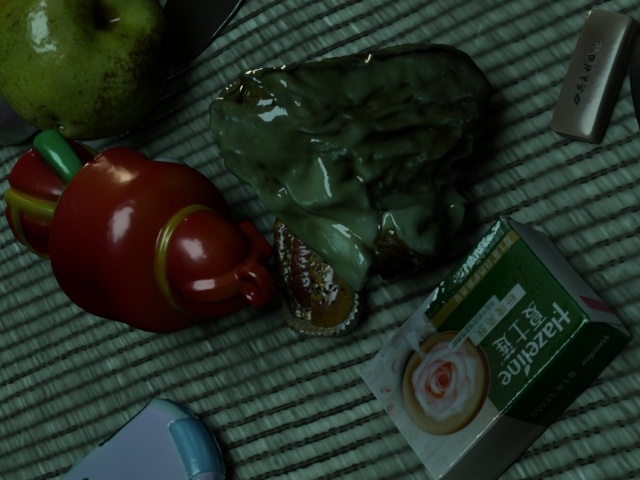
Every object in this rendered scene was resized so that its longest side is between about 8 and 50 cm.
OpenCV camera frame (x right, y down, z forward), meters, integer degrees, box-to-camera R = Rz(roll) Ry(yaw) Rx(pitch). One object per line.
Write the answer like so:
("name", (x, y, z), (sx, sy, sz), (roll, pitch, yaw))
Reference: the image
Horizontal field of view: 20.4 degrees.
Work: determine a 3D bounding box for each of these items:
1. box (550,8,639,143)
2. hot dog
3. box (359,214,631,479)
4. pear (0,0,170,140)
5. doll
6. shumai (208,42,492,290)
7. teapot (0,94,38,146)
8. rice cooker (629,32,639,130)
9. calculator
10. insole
("box", (0.237, -0.143, 1.540), (0.048, 0.025, 0.115), (19, 89, 43))
("hot dog", (0.000, 0.000, 1.672), (0.099, 0.053, 0.192), (-10, 72, 32))
("box", (0.146, 0.098, 1.505), (0.199, 0.081, 0.135), (-51, 51, 18))
("pear", (-0.256, -0.198, 1.859), (0.197, 0.197, 0.197), (-13, 68, 36))
("doll", (-0.175, 0.000, 1.736), (0.363, 0.160, 0.182), (17, 132, 41))
("shumai", (0.033, -0.065, 1.586), (0.189, 0.256, 0.218), (156, 102, -72))
("teapot", (-0.405, -0.217, 1.993), (0.221, 0.178, 0.163), (35, 99, 42))
("rice cooker", (0.318, -0.104, 1.386), (0.118, 0.142, 0.203), (-33, 56, 42))
("calculator", (-0.202, 0.284, 1.751), (0.293, 0.051, 0.173), (-43, 55, 21))
("insole", (-0.076, -0.324, 1.870), (0.327, 0.007, 0.111), (-52, 52, 14))
